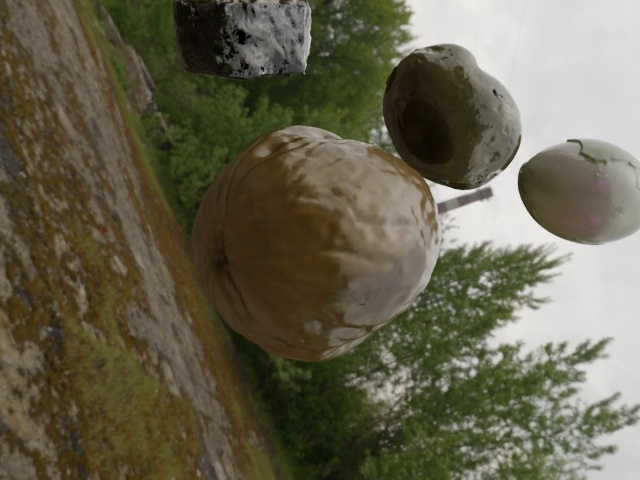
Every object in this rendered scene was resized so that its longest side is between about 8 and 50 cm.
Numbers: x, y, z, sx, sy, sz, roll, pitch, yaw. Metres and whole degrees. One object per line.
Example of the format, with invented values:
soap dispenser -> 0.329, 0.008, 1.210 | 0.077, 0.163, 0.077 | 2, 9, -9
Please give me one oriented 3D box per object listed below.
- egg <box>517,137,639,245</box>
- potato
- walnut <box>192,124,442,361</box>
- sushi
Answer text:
egg -> 0.448, -0.086, 0.981 | 0.183, 0.217, 0.182 | -173, -90, -84
potato -> 0.189, -0.176, 0.825 | 0.235, 0.178, 0.160 | 53, 15, -35
walnut -> 0.000, 0.000, 0.734 | 0.333, 0.333, 0.332 | 161, -90, -85
sushi -> -0.150, -0.429, 1.169 | 0.211, 0.350, 0.170 | 20, -65, 28
